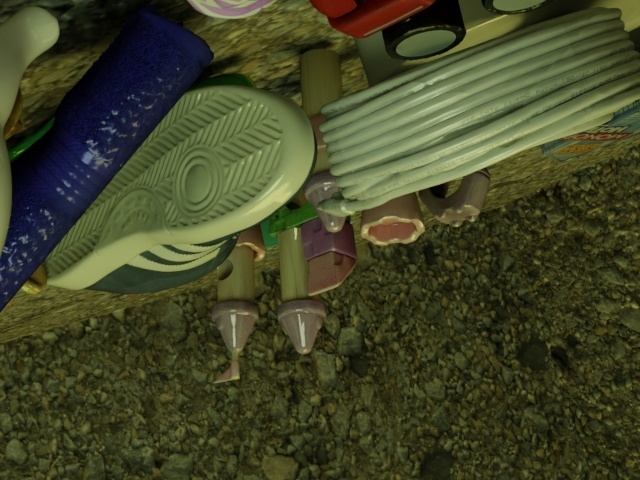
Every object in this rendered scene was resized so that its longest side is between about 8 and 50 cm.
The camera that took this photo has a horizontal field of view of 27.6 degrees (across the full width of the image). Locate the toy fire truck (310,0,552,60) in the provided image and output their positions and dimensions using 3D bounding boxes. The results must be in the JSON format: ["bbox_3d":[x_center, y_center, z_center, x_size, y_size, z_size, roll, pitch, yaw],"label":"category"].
[{"bbox_3d":[0.062,-0.200,0.788,0.217,0.158,0.246,-21,162,34],"label":"toy fire truck"}]

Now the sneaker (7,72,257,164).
[{"bbox_3d":[-0.192,-0.079,1.257,0.296,0.109,0.123,-20,177,13],"label":"sneaker"}]

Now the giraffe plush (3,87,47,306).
[{"bbox_3d":[-0.316,-0.020,1.116,0.181,0.170,0.210,-18,174,-7],"label":"giraffe plush"}]

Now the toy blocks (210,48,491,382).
[{"bbox_3d":[0.000,0.000,1.395,0.289,0.260,0.309,-21,152,33],"label":"toy blocks"}]

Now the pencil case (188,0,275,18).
[{"bbox_3d":[-0.064,-0.184,0.748,0.088,0.086,0.206,-26,174,3],"label":"pencil case"}]

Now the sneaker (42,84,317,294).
[{"bbox_3d":[-0.102,-0.036,1.145,0.148,0.131,0.350,11,160,-42],"label":"sneaker"}]

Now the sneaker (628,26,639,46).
[{"bbox_3d":[0.330,-0.256,1.265,0.331,0.122,0.146,-16,156,6],"label":"sneaker"}]

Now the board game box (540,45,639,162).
[{"bbox_3d":[0.255,-0.129,1.280,0.194,0.060,0.194,-4,167,-32],"label":"board game box"}]

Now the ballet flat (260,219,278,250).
[{"bbox_3d":[-0.184,-0.047,1.671,0.409,0.147,0.147,-9,170,-42],"label":"ballet flat"}]

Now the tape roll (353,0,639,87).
[{"bbox_3d":[0.164,-0.213,1.122,0.286,0.100,0.286,-18,174,-2],"label":"tape roll"}]

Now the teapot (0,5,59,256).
[{"bbox_3d":[-0.313,-0.040,0.803,0.256,0.252,0.187,12,-164,-15],"label":"teapot"}]

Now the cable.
[{"bbox_3d":[0.126,-0.104,1.016,0.257,0.089,0.257,-21,-179,-16],"label":"cable"}]

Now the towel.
[{"bbox_3d":[-0.204,-0.043,0.958,0.308,0.076,0.227,-50,-172,-2],"label":"towel"}]
